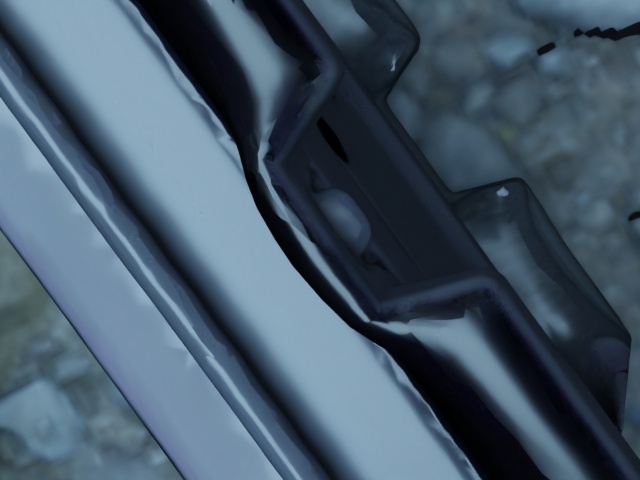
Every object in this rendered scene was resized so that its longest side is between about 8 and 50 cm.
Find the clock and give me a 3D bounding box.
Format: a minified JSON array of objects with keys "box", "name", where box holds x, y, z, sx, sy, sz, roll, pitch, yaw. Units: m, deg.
[{"box":[0.000,0.000,0.425,0.083,0.186,0.253,-35,92,12],"name":"clock"}]
